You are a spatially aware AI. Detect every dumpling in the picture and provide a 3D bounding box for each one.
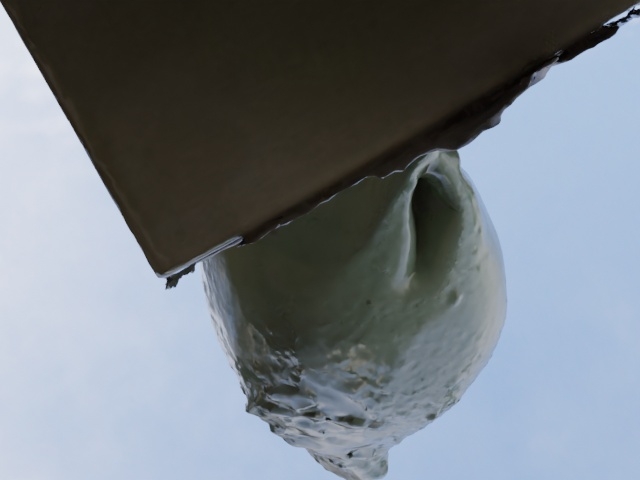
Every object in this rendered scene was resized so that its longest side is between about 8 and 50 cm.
[{"bbox_3d":[-0.006,0.009,0.680,0.152,0.219,0.108,35,-132,24],"label":"dumpling"}]

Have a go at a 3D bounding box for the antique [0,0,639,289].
[{"bbox_3d":[-0.007,-0.084,0.478,0.152,0.147,0.148,-31,-89,-1],"label":"antique"}]
